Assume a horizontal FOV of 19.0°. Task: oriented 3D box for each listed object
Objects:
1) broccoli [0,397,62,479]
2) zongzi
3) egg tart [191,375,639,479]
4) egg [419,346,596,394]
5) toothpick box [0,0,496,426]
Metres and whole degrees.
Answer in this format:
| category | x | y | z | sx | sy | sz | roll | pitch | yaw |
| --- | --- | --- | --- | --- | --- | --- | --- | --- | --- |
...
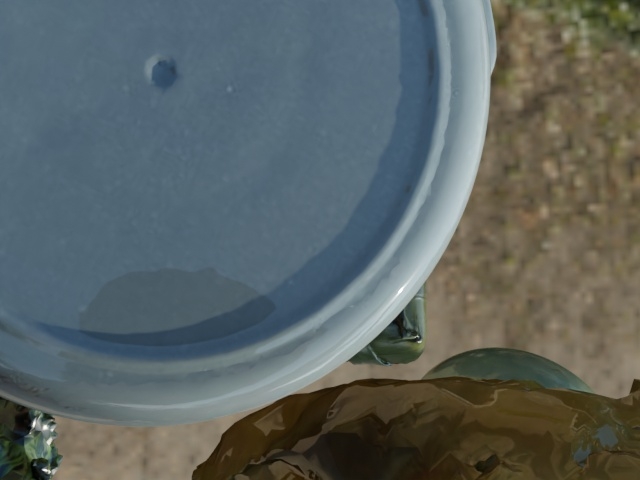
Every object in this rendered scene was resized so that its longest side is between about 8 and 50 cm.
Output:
| category | x | y | z | sx | sy | sz | roll | pitch | yaw |
| --- | --- | --- | --- | --- | --- | --- | --- | --- | --- |
| broccoli | -0.322 | 0.189 | 1.635 | 0.176 | 0.198 | 0.226 | -104 | -165 | -86 |
| zongzi | 0.000 | 0.000 | 1.169 | 0.062 | 0.130 | 0.154 | 61 | 29 | -73 |
| egg tart | 0.071 | 0.187 | 0.434 | 0.129 | 0.341 | 0.341 | -45 | 122 | -38 |
| egg | 0.161 | 0.167 | 1.592 | 0.192 | 0.149 | 0.149 | 21 | 69 | -19 |
| toothpick box | -0.090 | -0.048 | 0.786 | 0.263 | 0.354 | 0.263 | -1 | 92 | -14 |
